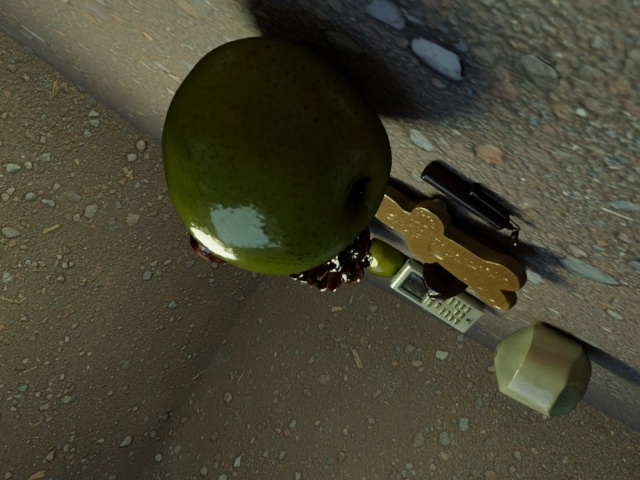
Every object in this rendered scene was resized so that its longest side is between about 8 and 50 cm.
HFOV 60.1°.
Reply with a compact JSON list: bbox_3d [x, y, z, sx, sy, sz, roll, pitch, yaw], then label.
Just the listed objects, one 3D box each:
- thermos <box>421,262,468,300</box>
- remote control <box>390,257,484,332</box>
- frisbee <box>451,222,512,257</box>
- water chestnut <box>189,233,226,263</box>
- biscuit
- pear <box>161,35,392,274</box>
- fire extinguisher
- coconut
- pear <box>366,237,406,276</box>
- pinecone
[{"bbox_3d":[0.279,0.071,1.274,0.232,0.098,0.124,20,-131,-80],"label":"thermos"},{"bbox_3d":[0.356,0.171,1.690,0.277,0.103,0.055,32,-149,-5],"label":"remote control"},{"bbox_3d":[0.293,0.024,1.071,0.192,0.035,0.192,32,176,3],"label":"frisbee"},{"bbox_3d":[-0.296,-0.105,1.666,0.346,0.336,0.335,14,172,10],"label":"water chestnut"},{"bbox_3d":[0.215,-0.009,0.991,0.339,0.047,0.216,36,163,21],"label":"biscuit"},{"bbox_3d":[-0.056,-0.097,0.680,0.294,0.294,0.294,31,175,3],"label":"pear"},{"bbox_3d":[0.221,-0.055,0.776,0.173,0.035,0.049,33,137,-8],"label":"fire extinguisher"},{"bbox_3d":[0.559,0.324,1.421,0.241,0.241,0.241,31,175,3],"label":"coconut"},{"bbox_3d":[0.190,0.064,1.731,0.141,0.104,0.141,35,177,2],"label":"pear"},{"bbox_3d":[-0.005,0.004,1.488,0.295,0.242,0.298,29,170,-40],"label":"pinecone"}]
